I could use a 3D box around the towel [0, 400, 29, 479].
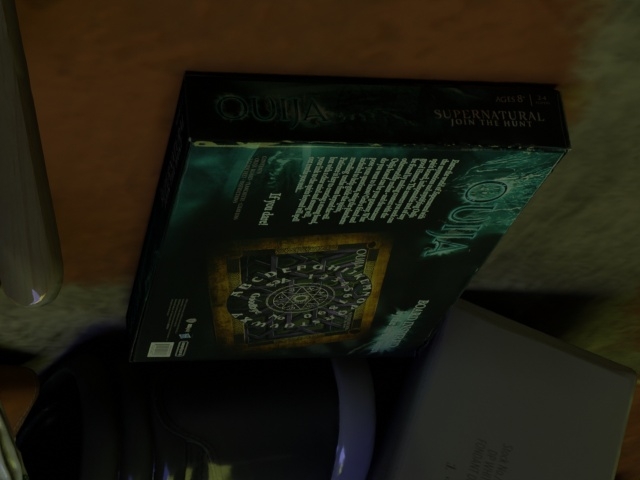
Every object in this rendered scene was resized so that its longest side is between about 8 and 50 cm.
[{"bbox_3d":[-0.167,0.035,0.470,0.113,0.023,0.152,-12,112,8],"label":"towel"}]

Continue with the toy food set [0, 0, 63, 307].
[{"bbox_3d":[-0.144,-0.006,0.398,0.218,0.128,0.071,-22,172,21],"label":"toy food set"}]

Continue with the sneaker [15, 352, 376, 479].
[{"bbox_3d":[-0.089,0.138,0.720,0.147,0.104,0.296,5,142,-19],"label":"sneaker"}]

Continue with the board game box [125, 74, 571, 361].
[{"bbox_3d":[0.000,0.000,0.539,0.126,0.026,0.186,0,154,-14],"label":"board game box"}]

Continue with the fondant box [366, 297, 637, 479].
[{"bbox_3d":[0.028,0.204,0.716,0.096,0.238,0.330,22,152,-3],"label":"fondant box"}]

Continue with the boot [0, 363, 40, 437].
[{"bbox_3d":[-0.177,0.059,0.593,0.152,0.073,0.197,7,152,-42],"label":"boot"}]
